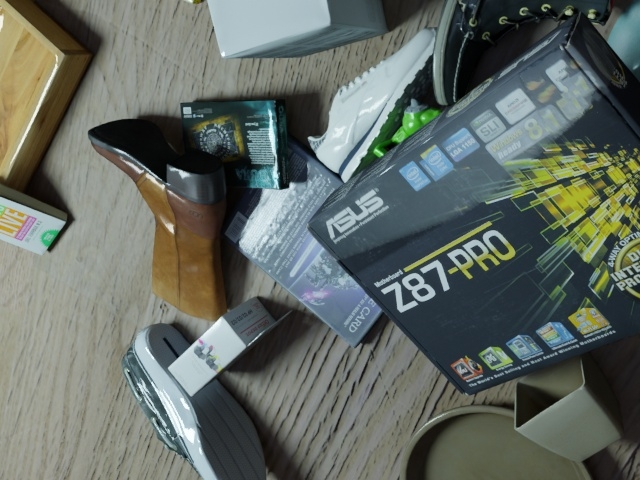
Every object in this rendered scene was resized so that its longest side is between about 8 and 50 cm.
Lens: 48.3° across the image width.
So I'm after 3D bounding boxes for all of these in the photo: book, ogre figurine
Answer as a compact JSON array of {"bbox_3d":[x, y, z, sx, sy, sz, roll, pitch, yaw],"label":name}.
[{"bbox_3d":[-0.523,-0.037,1.220,0.144,0.035,0.096,26,123,-31],"label":"book"},{"bbox_3d":[0.136,-0.098,0.909,0.118,0.097,0.197,41,157,14],"label":"ogre figurine"}]

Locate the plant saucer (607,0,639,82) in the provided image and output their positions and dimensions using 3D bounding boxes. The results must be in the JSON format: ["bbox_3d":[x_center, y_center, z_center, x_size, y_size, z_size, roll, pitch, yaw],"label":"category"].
[{"bbox_3d":[0.416,-0.199,0.794,0.194,0.037,0.195,7,106,24],"label":"plant saucer"}]

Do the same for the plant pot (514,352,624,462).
[{"bbox_3d":[0.322,0.214,0.910,0.096,0.109,0.109,44,117,-5],"label":"plant pot"}]

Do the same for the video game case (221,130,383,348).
[{"bbox_3d":[0.000,0.000,1.042,0.274,0.026,0.196,39,116,10],"label":"video game case"}]

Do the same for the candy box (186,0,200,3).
[{"bbox_3d":[-0.194,-0.453,1.010,0.105,0.027,0.206,25,113,14],"label":"candy box"}]

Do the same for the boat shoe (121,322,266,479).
[{"bbox_3d":[-0.210,0.295,1.176,0.119,0.121,0.335,-44,73,35],"label":"boat shoe"}]

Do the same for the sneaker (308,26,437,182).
[{"bbox_3d":[0.071,-0.186,0.931,0.095,0.090,0.235,46,116,18],"label":"sneaker"}]

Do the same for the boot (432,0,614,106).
[{"bbox_3d":[0.236,-0.258,0.827,0.178,0.085,0.237,18,102,21],"label":"boot"}]

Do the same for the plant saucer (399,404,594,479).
[{"bbox_3d":[0.249,0.356,1.012,0.277,0.041,0.278,6,105,23],"label":"plant saucer"}]

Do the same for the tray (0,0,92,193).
[{"bbox_3d":[-0.558,-0.208,1.215,0.203,0.076,0.411,42,117,9],"label":"tray"}]

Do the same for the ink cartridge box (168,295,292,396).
[{"bbox_3d":[-0.137,0.151,1.098,0.181,0.104,0.062,-43,85,26],"label":"ink cartridge box"}]

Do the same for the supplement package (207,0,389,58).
[{"bbox_3d":[-0.034,-0.333,0.869,0.149,0.203,0.194,-9,99,26],"label":"supplement package"}]

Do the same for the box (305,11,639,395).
[{"bbox_3d":[0.220,-0.009,0.811,0.318,0.097,0.395,48,133,-10],"label":"box"}]

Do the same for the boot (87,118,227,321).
[{"bbox_3d":[-0.248,-0.033,1.116,0.264,0.096,0.281,21,129,20],"label":"boot"}]

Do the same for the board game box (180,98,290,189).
[{"bbox_3d":[-0.127,-0.140,1.040,0.186,0.026,0.126,7,106,35],"label":"board game box"}]
